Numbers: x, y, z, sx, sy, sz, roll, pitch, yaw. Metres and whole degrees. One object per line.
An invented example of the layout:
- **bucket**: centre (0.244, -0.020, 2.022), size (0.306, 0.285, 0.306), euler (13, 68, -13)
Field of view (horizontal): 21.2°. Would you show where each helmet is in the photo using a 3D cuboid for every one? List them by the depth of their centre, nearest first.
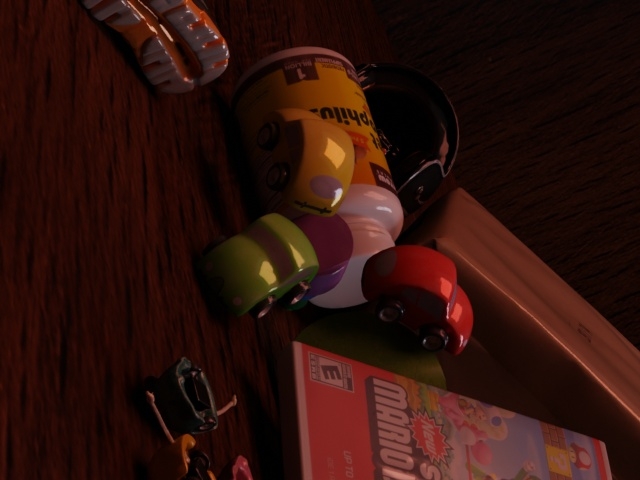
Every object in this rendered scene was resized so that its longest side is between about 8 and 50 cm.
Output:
- **helmet**: centre (0.045, -0.089, 1.636), size (0.169, 0.169, 0.161), euler (68, 18, 0)

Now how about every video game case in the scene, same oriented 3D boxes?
- **video game case**: centre (0.100, 0.193, 1.180), size (0.285, 0.025, 0.204), euler (20, 44, -28)

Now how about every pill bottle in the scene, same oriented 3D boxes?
- **pill bottle**: centre (0.000, -0.053, 1.462), size (0.117, 0.117, 0.215), euler (53, 17, -57)

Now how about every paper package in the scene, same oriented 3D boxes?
- **paper package**: centre (0.172, 0.122, 1.594), size (0.309, 0.168, 0.325), euler (44, 12, -1)

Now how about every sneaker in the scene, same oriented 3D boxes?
- **sneaker**: centre (-0.128, -0.191, 1.195), size (0.215, 0.084, 0.083), euler (70, 0, -57)

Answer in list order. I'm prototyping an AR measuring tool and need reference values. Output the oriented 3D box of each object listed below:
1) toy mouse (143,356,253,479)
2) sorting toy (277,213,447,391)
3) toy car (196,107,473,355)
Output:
- **toy mouse**: centre (-0.066, 0.122, 0.943), size (0.143, 0.031, 0.161), euler (-88, 155, -68)
- **sorting toy**: centre (0.030, 0.157, 1.297), size (0.126, 0.127, 0.365), euler (110, -36, -58)
- **toy car**: centre (0.000, 0.000, 1.238), size (0.239, 0.053, 0.225), euler (51, 35, 12)
